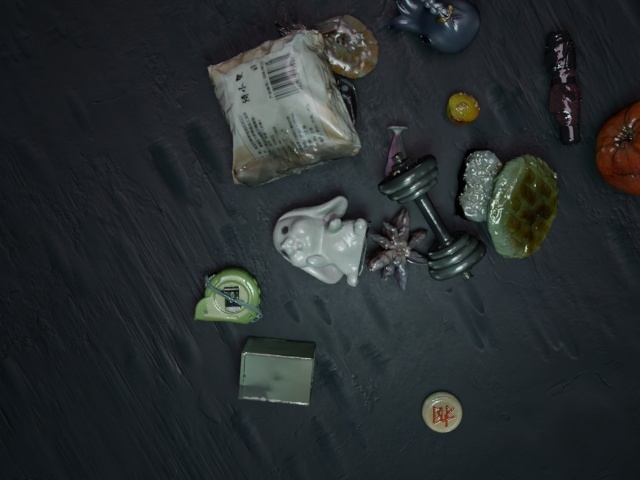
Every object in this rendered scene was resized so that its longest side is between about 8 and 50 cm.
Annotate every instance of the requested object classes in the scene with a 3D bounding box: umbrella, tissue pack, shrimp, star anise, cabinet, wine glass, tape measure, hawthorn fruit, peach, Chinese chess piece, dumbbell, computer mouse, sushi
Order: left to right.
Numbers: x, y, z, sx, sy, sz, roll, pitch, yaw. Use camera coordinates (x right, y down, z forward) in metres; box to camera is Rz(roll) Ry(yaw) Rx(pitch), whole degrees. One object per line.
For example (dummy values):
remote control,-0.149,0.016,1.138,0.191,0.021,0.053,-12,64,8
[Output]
tape measure,-0.264,0.166,1.970,0.200,0.106,0.175,8,99,-1
cabinet,-0.123,0.381,1.963,0.206,0.150,0.145,5,100,1
tissue pack,-0.112,-0.365,1.860,0.390,0.195,0.375,-14,97,19
shrimp,0.024,-0.583,1.918,0.317,0.062,0.164,25,91,-5
computer mouse,0.058,-0.370,1.931,0.106,0.062,0.192,3,91,16
wine glass,0.220,-0.251,1.934,0.073,0.073,0.155,-1,94,2
star anise,0.220,0.034,1.925,0.236,0.093,0.229,-18,98,-29
dumbbell,0.309,-0.063,1.837,0.179,0.179,0.406,-32,99,4
Chinese chess piece,0.366,0.515,2.007,0.122,0.051,0.122,0,95,2
peach,0.406,-0.375,1.921,0.098,0.061,0.098,2,77,-10
sushi,0.463,-0.158,1.912,0.147,0.115,0.212,3,97,5
umbrella,0.690,-0.429,1.893,0.090,0.094,0.326,-9,94,-42
hawthorn fruit,0.925,-0.233,1.826,0.307,0.276,0.276,29,96,-19

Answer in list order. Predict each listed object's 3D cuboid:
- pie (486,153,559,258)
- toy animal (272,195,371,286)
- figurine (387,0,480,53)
pie,0.573,-0.091,1.866,0.306,0.071,0.306,-12,114,-31
toy animal,0.016,-0.010,1.916,0.289,0.174,0.249,30,107,-2
figurine,0.317,-0.631,1.854,0.265,0.197,0.175,20,132,-3
